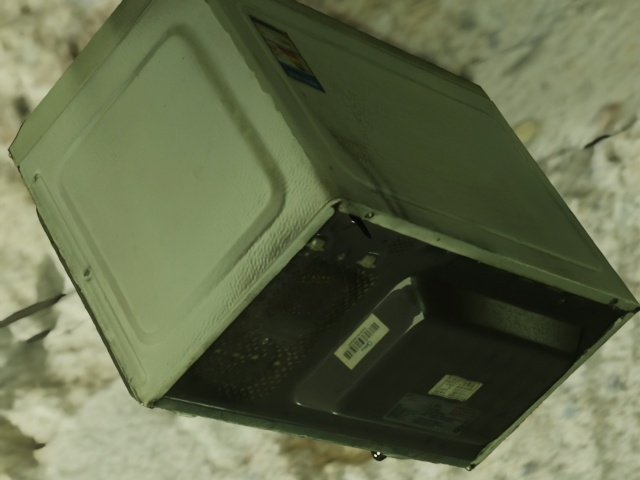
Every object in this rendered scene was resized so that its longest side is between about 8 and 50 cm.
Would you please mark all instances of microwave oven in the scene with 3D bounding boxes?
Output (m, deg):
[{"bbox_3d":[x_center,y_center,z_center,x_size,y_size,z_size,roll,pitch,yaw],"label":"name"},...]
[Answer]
[{"bbox_3d":[0.000,0.000,0.778,0.205,0.163,0.129,18,123,-47],"label":"microwave oven"}]
